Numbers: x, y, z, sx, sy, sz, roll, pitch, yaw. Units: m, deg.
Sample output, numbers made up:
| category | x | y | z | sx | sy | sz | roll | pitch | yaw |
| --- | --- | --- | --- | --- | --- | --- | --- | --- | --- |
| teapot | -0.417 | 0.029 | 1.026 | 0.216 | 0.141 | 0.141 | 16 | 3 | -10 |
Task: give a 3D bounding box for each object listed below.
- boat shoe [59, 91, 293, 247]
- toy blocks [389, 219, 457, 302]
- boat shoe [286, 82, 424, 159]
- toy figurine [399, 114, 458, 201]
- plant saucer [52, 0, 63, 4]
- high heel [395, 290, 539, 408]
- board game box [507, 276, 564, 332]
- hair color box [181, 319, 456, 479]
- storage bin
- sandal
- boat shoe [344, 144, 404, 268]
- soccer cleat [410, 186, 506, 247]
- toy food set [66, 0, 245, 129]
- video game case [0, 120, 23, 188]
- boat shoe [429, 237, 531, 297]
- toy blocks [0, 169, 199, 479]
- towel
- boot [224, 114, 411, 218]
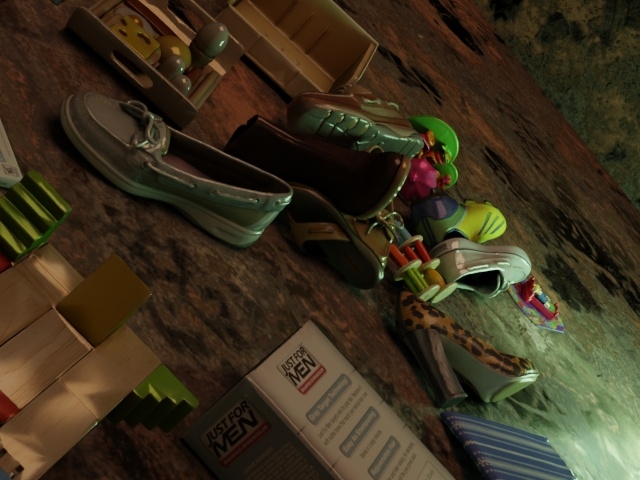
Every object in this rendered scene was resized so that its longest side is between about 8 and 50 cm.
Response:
| category | x | y | z | sx | sy | sz | roll | pitch | yaw |
| --- | --- | --- | --- | --- | --- | --- | --- | --- | --- |
| boat shoe | -0.183 | -0.104 | 1.422 | 0.320 | 0.103 | 0.118 | 33 | 27 | -27 |
| toy blocks | 0.144 | 0.030 | 1.795 | 0.148 | 0.054 | 0.123 | 55 | 25 | 19 |
| boat shoe | 0.048 | -0.205 | 1.909 | 0.324 | 0.123 | 0.116 | 13 | 48 | -53 |
| toy figurine | 0.192 | -0.120 | 2.078 | 0.173 | 0.130 | 0.159 | 61 | 30 | -31 |
| plant saucer | -0.382 | -0.403 | 1.668 | 0.067 | 0.018 | 0.192 | 41 | 24 | -11 |
| high heel | 0.227 | 0.151 | 1.688 | 0.261 | 0.093 | 0.186 | 0 | 56 | -46 |
| board game box | 0.422 | 0.111 | 2.142 | 0.169 | 0.033 | 0.133 | 15 | 38 | -48 |
| hair color box | 0.047 | 0.280 | 1.188 | 0.374 | 0.113 | 0.185 | 48 | 24 | 3 |
| storage bin | -0.045 | -0.376 | 2.036 | 0.262 | 0.123 | 0.260 | 42 | 24 | -9 |
| sandal | 0.000 | 0.000 | 1.607 | 0.219 | 0.090 | 0.060 | 48 | 45 | -14 |
| boat shoe | 0.071 | -0.054 | 1.765 | 0.104 | 0.089 | 0.285 | 33 | 28 | -28 |
| soccer cleat | 0.256 | -0.017 | 2.030 | 0.289 | 0.093 | 0.121 | 11 | 61 | -54 |
| toy food set | -0.233 | -0.307 | 1.667 | 0.220 | 0.092 | 0.306 | 42 | 24 | -11 |
| video game case | -0.405 | -0.129 | 1.207 | 0.143 | 0.019 | 0.157 | 14 | 40 | -49 |
| boat shoe | 0.291 | 0.060 | 1.959 | 0.258 | 0.095 | 0.084 | 6 | 51 | -42 |
| toy blocks | -0.316 | 0.080 | 0.880 | 0.381 | 0.191 | 0.261 | 46 | 35 | 0 |
| towel | 0.318 | 0.376 | 1.520 | 0.243 | 0.040 | 0.336 | 22 | 23 | -39 |
| boot | -0.010 | -0.112 | 1.590 | 0.207 | 0.248 | 0.090 | 33 | 64 | -21 |
